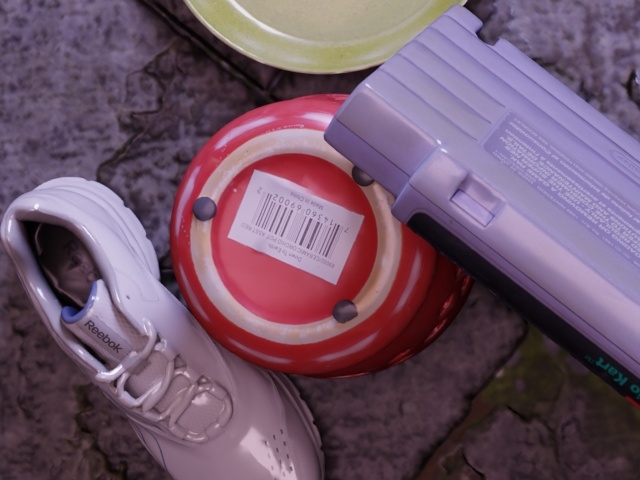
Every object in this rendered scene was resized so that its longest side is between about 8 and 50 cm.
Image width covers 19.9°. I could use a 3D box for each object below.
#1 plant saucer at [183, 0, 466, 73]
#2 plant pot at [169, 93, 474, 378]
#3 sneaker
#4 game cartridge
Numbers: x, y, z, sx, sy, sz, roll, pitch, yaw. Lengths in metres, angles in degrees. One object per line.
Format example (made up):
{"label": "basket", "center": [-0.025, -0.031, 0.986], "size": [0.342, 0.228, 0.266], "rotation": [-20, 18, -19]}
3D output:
{"label": "plant saucer", "center": [0.007, -0.232, 1.237], "size": [0.241, 0.037, 0.241], "rotation": [0, 90, 12]}
{"label": "plant pot", "center": [0.000, 0.000, 1.175], "size": [0.191, 0.174, 0.191], "rotation": [1, 93, 13]}
{"label": "sneaker", "center": [-0.117, 0.082, 1.222], "size": [0.297, 0.129, 0.111], "rotation": [45, 97, 6]}
{"label": "game cartridge", "center": [0.178, 0.005, 1.093], "size": [0.355, 0.230, 0.068], "rotation": [38, 121, 3]}
